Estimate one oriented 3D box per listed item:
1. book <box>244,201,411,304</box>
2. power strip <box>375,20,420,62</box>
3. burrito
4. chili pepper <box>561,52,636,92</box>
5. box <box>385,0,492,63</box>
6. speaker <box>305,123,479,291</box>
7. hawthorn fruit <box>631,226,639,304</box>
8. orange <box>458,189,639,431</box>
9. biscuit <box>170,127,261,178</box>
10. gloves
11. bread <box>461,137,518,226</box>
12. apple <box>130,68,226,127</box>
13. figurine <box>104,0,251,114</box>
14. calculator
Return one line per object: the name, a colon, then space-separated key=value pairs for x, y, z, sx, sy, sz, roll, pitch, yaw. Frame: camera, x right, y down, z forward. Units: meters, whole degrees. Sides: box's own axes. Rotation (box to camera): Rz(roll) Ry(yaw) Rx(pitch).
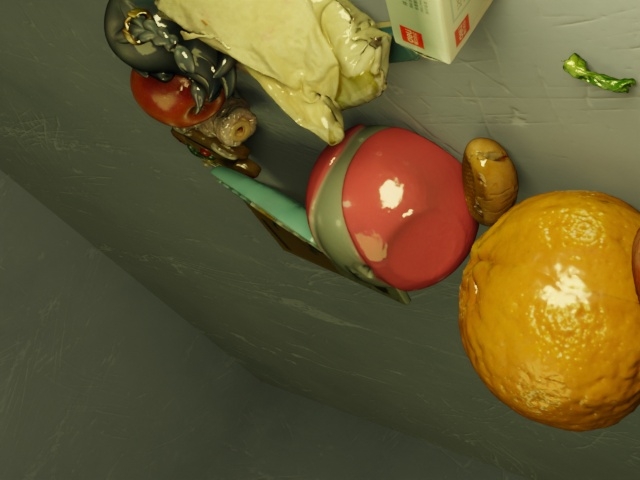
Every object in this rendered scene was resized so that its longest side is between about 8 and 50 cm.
book: x=0.000 y=0.000 z=2.324 sx=0.389 sy=0.032 sz=0.269 roll=23 pitch=159 yaw=42
power strip: x=0.086 y=-0.270 z=1.499 sx=0.056 sy=0.032 sz=0.123 roll=41 pitch=160 yaw=-31
burrito: x=-0.053 y=-0.293 z=1.479 sx=0.331 sy=0.190 sz=0.135 roll=36 pitch=-155 yaw=-3
chili pepper: x=0.329 y=-0.196 z=1.308 sx=0.091 sy=0.030 sz=0.034 roll=25 pitch=137 yaw=11
box: x=0.125 y=-0.317 z=1.144 sx=0.079 sy=0.135 sz=0.269 roll=27 pitch=162 yaw=23
speaker: x=0.113 y=-0.057 z=1.806 sx=0.294 sy=0.294 sz=0.294 roll=28 pitch=162 yaw=10
hawthorn fruit: x=0.505 y=0.048 z=1.278 sx=0.275 sy=0.300 sz=0.275 roll=3 pitch=133 yaw=3
orange: x=0.344 y=0.093 z=1.554 sx=0.293 sy=0.341 sz=0.340 roll=20 pitch=163 yaw=-2
biscuit: x=-0.209 y=-0.176 z=2.146 sx=0.196 sy=0.049 sz=0.301 roll=32 pitch=174 yaw=2
gloves: x=-0.174 y=-0.223 z=1.938 sx=0.144 sy=0.110 sz=0.094 roll=16 pitch=154 yaw=39
bread: x=0.252 y=-0.089 z=1.623 sx=0.077 sy=0.114 sz=0.189 roll=-10 pitch=158 yaw=0
apple: x=-0.231 y=-0.264 z=1.829 sx=0.139 sy=0.163 sz=0.163 roll=49 pitch=165 yaw=10
figurine: x=-0.201 y=-0.312 z=1.650 sx=0.265 sy=0.175 sz=0.197 roll=10 pitch=162 yaw=34
calculator: x=-0.058 y=-0.044 z=2.067 sx=0.256 sy=0.054 sz=0.386 roll=33 pitch=177 yaw=-43
